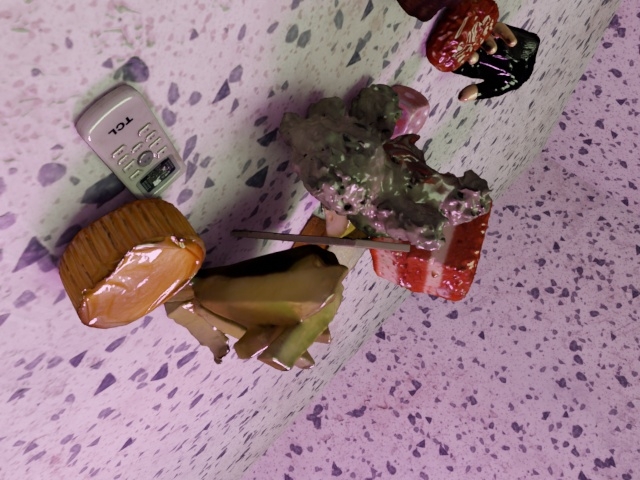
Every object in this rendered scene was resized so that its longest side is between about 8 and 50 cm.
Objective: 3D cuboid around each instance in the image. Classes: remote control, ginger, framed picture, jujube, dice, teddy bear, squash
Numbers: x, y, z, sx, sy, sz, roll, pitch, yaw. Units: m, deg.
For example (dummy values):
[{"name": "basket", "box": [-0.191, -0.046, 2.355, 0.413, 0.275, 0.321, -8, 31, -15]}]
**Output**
[{"name": "remote control", "box": [-0.238, -0.118, 0.698, 0.087, 0.029, 0.190, -45, 160, -14]}, {"name": "ginger", "box": [-0.119, 0.162, 1.009, 0.359, 0.211, 0.413, -8, 162, -16]}, {"name": "framed picture", "box": [0.000, 0.000, 1.055, 0.213, 0.289, 0.016, 5, 90, -55]}, {"name": "jujube", "box": [0.302, -0.451, 1.160, 0.112, 0.109, 0.176, 22, 121, -32]}, {"name": "dice", "box": [0.183, -0.286, 1.203, 0.093, 0.094, 0.091, -30, 153, -41]}, {"name": "teddy bear", "box": [0.094, -0.129, 0.936, 0.224, 0.357, 0.368, -45, 162, 20]}, {"name": "squash", "box": [0.114, -0.125, 1.268, 0.252, 0.093, 0.169, -32, 128, -39]}]

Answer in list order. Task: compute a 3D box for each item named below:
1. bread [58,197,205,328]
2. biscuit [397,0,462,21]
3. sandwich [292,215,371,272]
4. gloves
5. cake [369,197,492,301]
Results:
[{"name": "bread", "box": [-0.270, 0.029, 0.770, 0.199, 0.104, 0.199, -34, 159, -15]}, {"name": "biscuit", "box": [0.293, -0.489, 0.820, 0.407, 0.091, 0.407, -41, -172, 7]}, {"name": "sandwich", "box": [0.001, 0.059, 1.438, 0.249, 0.095, 0.273, -55, 159, 14]}, {"name": "gloves", "box": [0.420, -0.446, 1.346, 0.301, 0.152, 0.197, -17, 121, -47]}, {"name": "cake", "box": [0.322, 0.002, 1.614, 0.269, 0.320, 0.270, 74, 34, -61]}]
